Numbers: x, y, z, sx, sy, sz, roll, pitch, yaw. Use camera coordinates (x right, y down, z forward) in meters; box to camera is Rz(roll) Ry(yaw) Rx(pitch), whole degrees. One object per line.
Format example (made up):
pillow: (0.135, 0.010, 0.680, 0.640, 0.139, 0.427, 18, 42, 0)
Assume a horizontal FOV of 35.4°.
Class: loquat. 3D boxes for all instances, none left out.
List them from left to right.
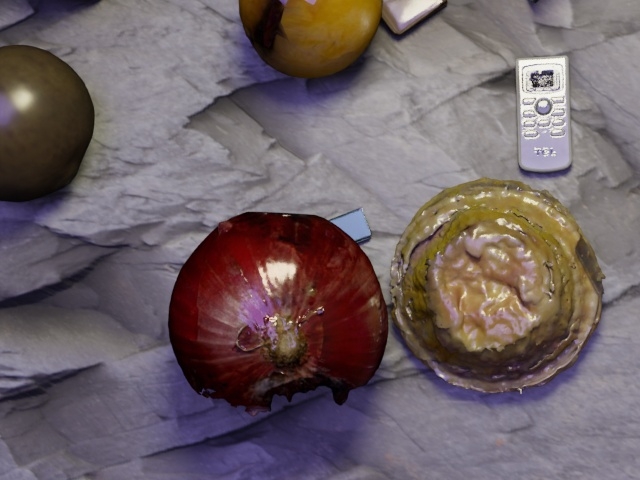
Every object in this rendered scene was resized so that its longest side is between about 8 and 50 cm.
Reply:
loquat: (-0.017, -0.375, 1.611, 0.235, 0.235, 0.234, -1, 86, 11)

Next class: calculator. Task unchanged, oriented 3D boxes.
calculator: (0.000, 0.000, 1.686, 0.172, 0.018, 0.057, -22, 83, 8)

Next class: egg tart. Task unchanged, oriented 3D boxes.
egg tart: (0.270, 0.071, 1.569, 0.352, 0.150, 0.351, 0, 88, 14)

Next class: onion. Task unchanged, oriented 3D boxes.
onion: (-0.069, 0.106, 1.540, 0.341, 0.341, 0.341, -1, 86, 11)

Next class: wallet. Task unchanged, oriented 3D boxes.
wallet: (0.128, -0.428, 1.684, 0.118, 0.039, 0.152, -36, 82, 4)

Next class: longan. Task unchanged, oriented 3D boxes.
longan: (-0.504, -0.197, 1.684, 0.258, 0.258, 0.258, -1, 86, 11)

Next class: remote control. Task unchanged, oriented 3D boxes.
remote control: (0.362, -0.204, 1.627, 0.088, 0.029, 0.189, -1, 86, 11)

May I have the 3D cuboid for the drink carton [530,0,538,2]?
drink carton: (0.400, -0.494, 1.579, 0.190, 0.185, 0.191, -14, 82, -2)
